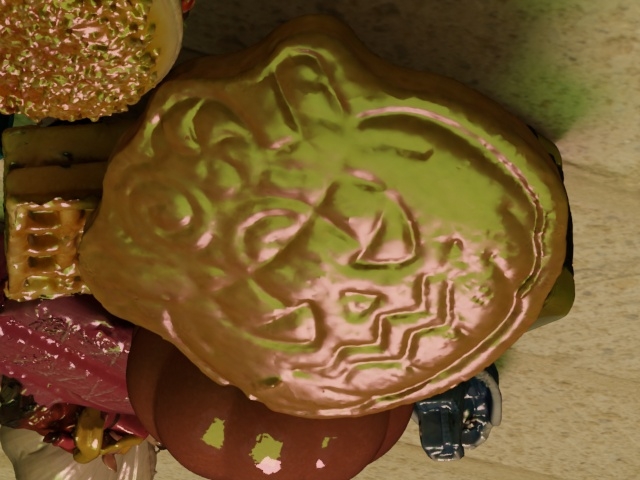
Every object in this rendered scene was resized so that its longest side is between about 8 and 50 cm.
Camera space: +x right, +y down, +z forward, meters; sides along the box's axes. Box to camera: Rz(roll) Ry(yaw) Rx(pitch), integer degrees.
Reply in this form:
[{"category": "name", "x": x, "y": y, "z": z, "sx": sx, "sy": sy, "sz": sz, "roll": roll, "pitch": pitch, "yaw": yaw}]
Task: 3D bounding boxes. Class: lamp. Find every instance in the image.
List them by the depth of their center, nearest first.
[{"category": "lamp", "x": -0.053, "y": 0.149, "z": 1.605, "sx": 0.305, "sy": 0.305, "sz": 0.239, "roll": 8, "pitch": 114, "yaw": -4}, {"category": "lamp", "x": -0.291, "y": 0.229, "z": 1.993, "sx": 0.118, "sy": 0.118, "sz": 0.253, "roll": -19, "pitch": 147, "yaw": 37}]

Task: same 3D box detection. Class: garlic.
[{"category": "garlic", "x": -0.332, "y": 0.307, "z": 2.119, "sx": 0.229, "sy": 0.143, "sz": 0.178, "roll": 32, "pitch": 144, "yaw": -25}]

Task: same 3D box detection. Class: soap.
[{"category": "soap", "x": -0.259, "y": 0.101, "z": 1.743, "sx": 0.220, "sy": 0.127, "sz": 0.325, "roll": -15, "pitch": 146, "yaw": 33}]

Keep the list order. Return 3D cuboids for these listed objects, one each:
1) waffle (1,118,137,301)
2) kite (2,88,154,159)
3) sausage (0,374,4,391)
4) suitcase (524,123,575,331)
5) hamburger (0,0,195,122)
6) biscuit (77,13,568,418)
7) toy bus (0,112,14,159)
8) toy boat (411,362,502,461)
[{"category": "waffle", "x": -0.142, "y": -0.031, "z": 1.454, "sx": 0.308, "sy": 0.091, "sz": 0.213, "roll": -4, "pitch": 154, "yaw": -13}, {"category": "kite", "x": -0.217, "y": -0.096, "z": 1.440, "sx": 0.160, "sy": 0.010, "sz": 0.183, "roll": -15, "pitch": 161, "yaw": -16}, {"category": "sausage", "x": -0.453, "y": 0.186, "z": 2.025, "sx": 0.129, "sy": 0.034, "sz": 0.034, "roll": -1, "pitch": 150, "yaw": 13}, {"category": "suitcase", "x": 0.111, "y": 0.000, "z": 1.425, "sx": 0.235, "sy": 0.194, "sz": 0.143, "roll": -25, "pitch": 146, "yaw": 38}, {"category": "hamburger", "x": -0.235, "y": -0.204, "z": 1.144, "sx": 0.302, "sy": 0.170, "sz": 0.302, "roll": 4, "pitch": 151, "yaw": 2}, {"category": "biscuit", "x": 0.000, "y": 0.001, "z": 1.275, "sx": 0.365, "sy": 0.062, "sz": 0.385, "roll": 33, "pitch": 128, "yaw": -13}, {"category": "toy bus", "x": -0.377, "y": -0.099, "z": 1.443, "sx": 0.185, "sy": 0.090, "sz": 0.106, "roll": -18, "pitch": 147, "yaw": 34}, {"category": "toy boat", "x": 0.141, "y": 0.172, "z": 1.790, "sx": 0.129, "sy": 0.142, "sz": 0.309, "roll": -5, "pitch": 150, "yaw": 17}]
